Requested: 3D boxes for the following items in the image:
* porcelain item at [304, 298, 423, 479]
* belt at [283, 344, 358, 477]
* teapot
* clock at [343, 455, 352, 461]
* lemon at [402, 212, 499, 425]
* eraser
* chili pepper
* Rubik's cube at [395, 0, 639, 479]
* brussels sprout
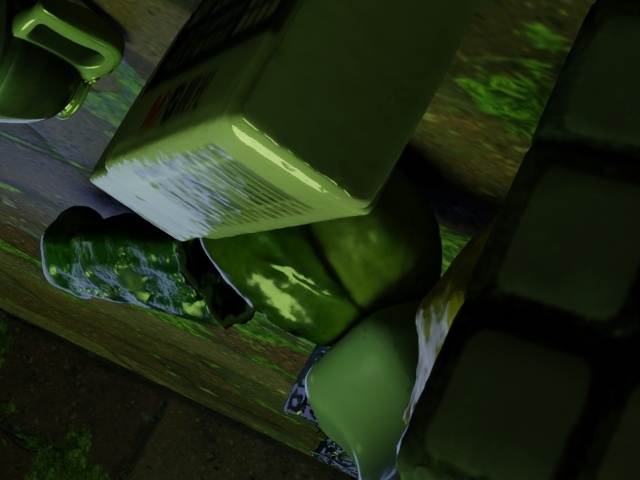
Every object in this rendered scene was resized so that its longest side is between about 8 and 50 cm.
[{"bbox_3d":[0.139,0.234,0.821,0.242,0.405,0.178,-8,149,-22],"label":"porcelain item"},{"bbox_3d":[0.065,0.212,1.588,0.122,0.128,0.218,36,166,-36],"label":"belt"},{"bbox_3d":[-0.194,-0.118,0.944,0.091,0.092,0.124,17,-178,-36],"label":"teapot"},{"bbox_3d":[0.180,0.304,1.770,0.338,0.102,0.338,26,167,7],"label":"clock"},{"bbox_3d":[0.159,0.074,0.668,0.233,0.233,0.288,26,169,9],"label":"lemon"},{"bbox_3d":[-0.031,-0.073,0.702,0.081,0.124,0.279,33,166,-18],"label":"eraser"},{"bbox_3d":[-0.203,0.022,1.468,0.270,0.099,0.136,11,168,40],"label":"chili pepper"},{"bbox_3d":[0.198,0.028,0.376,0.237,0.238,0.237,18,165,33],"label":"Rubik's cube"},{"bbox_3d":[0.001,-0.001,0.896,0.183,0.131,0.145,37,169,-5],"label":"brussels sprout"}]
